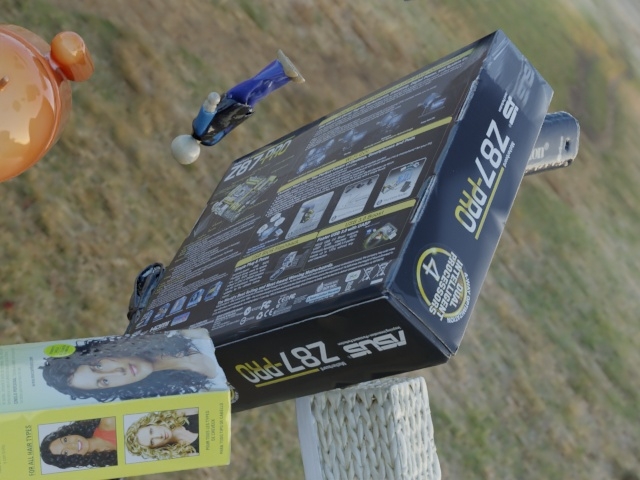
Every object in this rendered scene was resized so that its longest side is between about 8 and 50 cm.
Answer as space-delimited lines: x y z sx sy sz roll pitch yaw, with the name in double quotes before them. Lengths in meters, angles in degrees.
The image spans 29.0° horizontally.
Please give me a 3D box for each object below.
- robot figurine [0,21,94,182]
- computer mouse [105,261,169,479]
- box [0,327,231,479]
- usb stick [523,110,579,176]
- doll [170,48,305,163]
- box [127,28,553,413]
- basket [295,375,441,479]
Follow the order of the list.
"robot figurine" -0.268 -0.114 0.995 0.158 0.128 0.219 7 11 -6
"computer mouse" -0.226 0.167 1.353 0.072 0.272 0.188 14 30 -5
"box" -0.175 0.105 0.751 0.232 0.058 0.087 -5 24 -15
"usb stick" 0.227 -0.110 1.527 0.278 0.045 0.077 -13 105 -42
"doll" -0.111 -0.163 1.535 0.046 0.189 0.129 54 7 11
"box" 0.000 0.000 1.141 0.097 0.395 0.318 43 50 -24
"basket" 0.052 0.216 1.194 0.113 0.103 0.167 -1 82 -66
